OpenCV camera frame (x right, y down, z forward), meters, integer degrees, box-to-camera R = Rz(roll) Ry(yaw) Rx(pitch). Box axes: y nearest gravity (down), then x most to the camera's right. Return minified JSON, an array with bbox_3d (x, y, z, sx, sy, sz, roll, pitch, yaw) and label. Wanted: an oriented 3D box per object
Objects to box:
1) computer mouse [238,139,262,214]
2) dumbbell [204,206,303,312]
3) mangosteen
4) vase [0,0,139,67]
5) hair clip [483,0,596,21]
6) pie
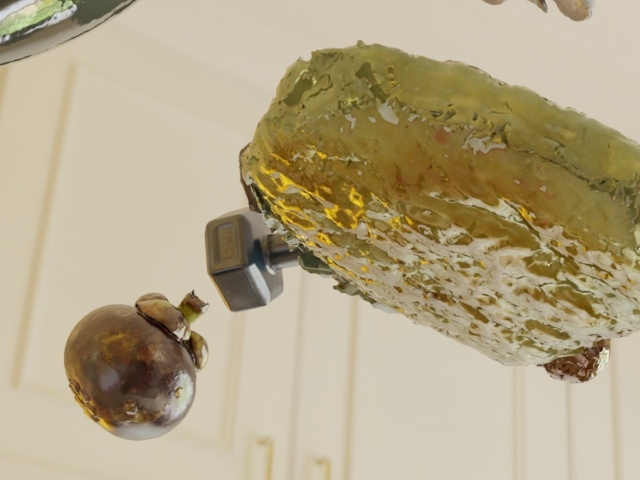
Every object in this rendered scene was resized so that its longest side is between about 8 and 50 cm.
[{"bbox_3d":[-0.018,-0.062,1.814,0.172,0.099,0.057,31,-26,-28],"label":"computer mouse"},{"bbox_3d":[0.000,0.000,2.266,0.324,0.144,0.160,-15,8,19],"label":"dumbbell"},{"bbox_3d":[-0.229,0.155,2.113,0.192,0.217,0.192,44,-21,21],"label":"mangosteen"},{"bbox_3d":[-0.225,-0.169,1.025,0.173,0.321,0.173,13,-52,18],"label":"vase"},{"bbox_3d":[0.205,-0.299,1.759,0.257,0.075,0.146,27,-12,47],"label":"hair clip"},{"bbox_3d":[0.130,-0.035,1.362,0.395,0.180,0.418,24,-17,5],"label":"pie"}]
